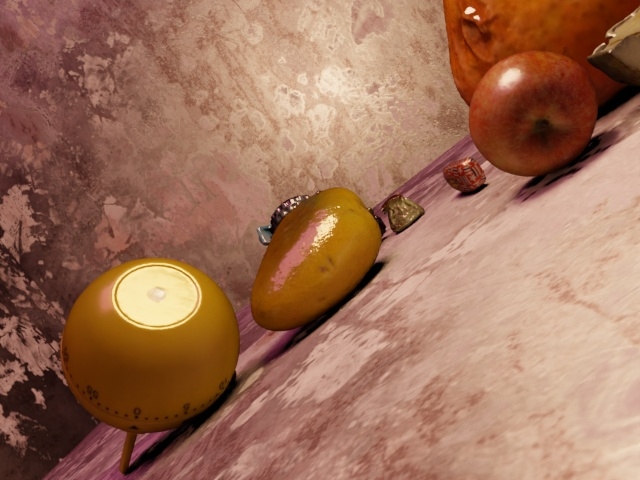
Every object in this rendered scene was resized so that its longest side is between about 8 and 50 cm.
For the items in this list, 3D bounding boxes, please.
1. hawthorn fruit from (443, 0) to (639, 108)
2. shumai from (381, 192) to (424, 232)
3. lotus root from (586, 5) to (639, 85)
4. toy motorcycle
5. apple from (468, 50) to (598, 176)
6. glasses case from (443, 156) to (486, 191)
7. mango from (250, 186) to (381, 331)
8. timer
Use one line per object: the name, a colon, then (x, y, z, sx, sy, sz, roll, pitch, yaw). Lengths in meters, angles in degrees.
hawthorn fruit: (0.440, -0.450, 1.192, 0.471, 0.472, 0.472, -38, 3, 2)
shumai: (0.207, -0.079, 1.583, 0.099, 0.087, 0.124, -39, 1, 13)
lotus root: (0.515, -0.306, 0.875, 0.235, 0.138, 0.119, -38, -3, 7)
toy motorcycle: (0.000, 0.000, 1.571, 0.232, 0.172, 0.416, -42, -29, 24)
apple: (0.319, -0.189, 0.919, 0.188, 0.188, 0.174, -37, 14, 21)
glasses case: (0.313, -0.139, 1.344, 0.049, 0.073, 0.194, -38, 2, 1)
mango: (-0.018, 0.038, 1.269, 0.253, 0.182, 0.365, -7, 34, 49)
timer: (-0.335, 0.231, 1.227, 0.376, 0.376, 0.387, -40, -21, -44)
